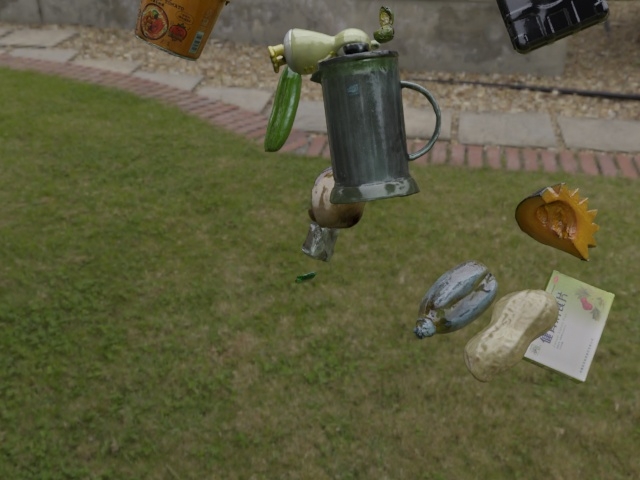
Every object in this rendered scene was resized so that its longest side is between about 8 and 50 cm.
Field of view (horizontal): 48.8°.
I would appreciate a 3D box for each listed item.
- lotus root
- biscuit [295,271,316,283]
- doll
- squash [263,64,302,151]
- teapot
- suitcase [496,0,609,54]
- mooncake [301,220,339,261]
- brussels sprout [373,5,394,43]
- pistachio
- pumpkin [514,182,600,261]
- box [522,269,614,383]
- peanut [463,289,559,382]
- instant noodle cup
[{"bbox_3d":[0.376,0.183,2.043,0.322,0.158,0.140,-36,7,-21],"label":"lotus root"},{"bbox_3d":[-0.036,0.090,1.662,0.046,0.016,0.089,-14,-7,-9],"label":"biscuit"},{"bbox_3d":[0.010,-0.504,1.882,0.296,0.141,0.117,0,67,9],"label":"doll"},{"bbox_3d":[-0.117,-0.420,2.263,0.082,0.292,0.082,15,8,-2],"label":"squash"},{"bbox_3d":[0.126,-0.260,1.536,0.270,0.337,0.200,-7,8,6],"label":"teapot"},{"bbox_3d":[0.471,-0.563,1.503,0.206,0.285,0.066,-20,-5,18],"label":"suitcase"},{"bbox_3d":[0.000,0.000,2.310,0.073,0.130,0.125,23,1,34],"label":"mooncake"},{"bbox_3d":[0.148,-0.484,1.593,0.046,0.051,0.083,9,76,26],"label":"brussels sprout"},{"bbox_3d":[0.050,-0.116,1.872,0.210,0.165,0.130,-49,22,-22],"label":"pistachio"},{"bbox_3d":[0.627,-0.069,1.885,0.130,0.254,0.149,-54,24,-21],"label":"pumpkin"},{"bbox_3d":[0.664,0.233,1.909,0.175,0.062,0.260,23,76,11],"label":"box"},{"bbox_3d":[0.400,0.194,1.504,0.256,0.123,0.123,-37,44,-19],"label":"peanut"},{"bbox_3d":[-0.346,-0.547,1.706,0.216,0.172,0.216,21,17,-7],"label":"instant noodle cup"}]
